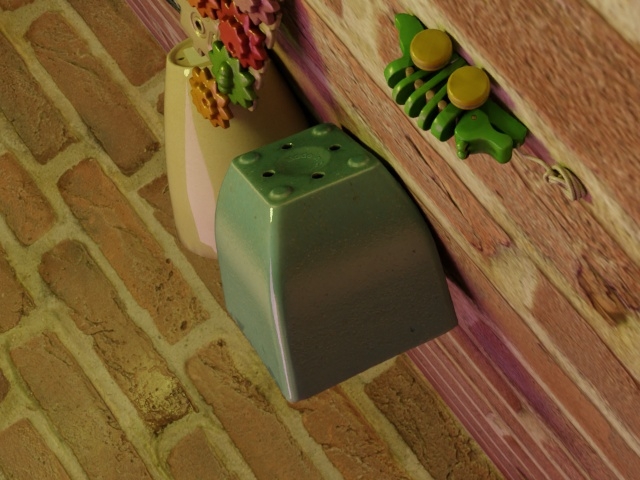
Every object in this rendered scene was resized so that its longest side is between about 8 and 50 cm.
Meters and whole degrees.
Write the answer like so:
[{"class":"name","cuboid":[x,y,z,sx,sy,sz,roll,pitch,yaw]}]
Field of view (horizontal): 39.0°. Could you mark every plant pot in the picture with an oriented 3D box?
[{"class":"plant pot","cuboid":[0.000,0.000,1.157,0.247,0.247,0.252,47,155,52]},{"class":"plant pot","cuboid":[-0.124,-0.155,1.312,0.256,0.256,0.274,47,157,50]}]

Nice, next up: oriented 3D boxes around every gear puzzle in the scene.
[{"class":"gear puzzle","cuboid":[-0.128,-0.240,1.048,0.175,0.044,0.339,52,155,13]}]

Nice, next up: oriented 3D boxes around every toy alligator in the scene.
[{"class":"toy alligator","cuboid":[0.098,-0.083,0.621,0.190,0.051,0.056,51,176,21]}]

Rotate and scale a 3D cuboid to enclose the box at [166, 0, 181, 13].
[{"class":"box","cuboid":[-0.278,-0.470,1.482,0.233,0.044,0.159,48,174,45]}]
